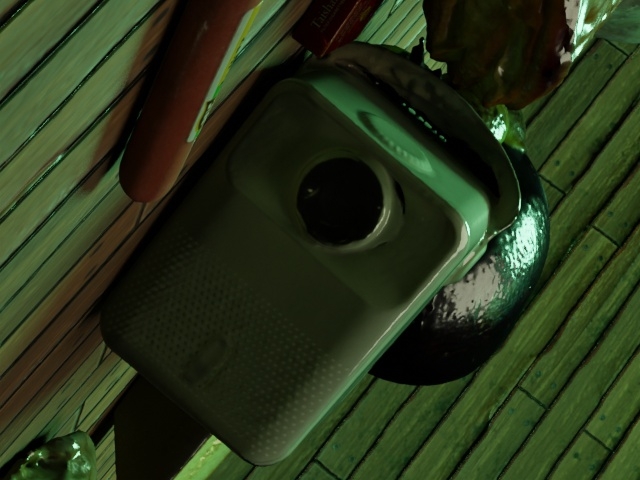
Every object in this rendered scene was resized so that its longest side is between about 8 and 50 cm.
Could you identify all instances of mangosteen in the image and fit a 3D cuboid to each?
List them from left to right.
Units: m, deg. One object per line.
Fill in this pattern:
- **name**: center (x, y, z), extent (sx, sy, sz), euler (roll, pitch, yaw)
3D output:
- **mangosteen**: center (0.063, -0.022, 1.406), extent (0.243, 0.243, 0.243), euler (-52, 175, -6)

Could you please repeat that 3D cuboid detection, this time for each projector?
- **projector**: center (0.000, 0.000, 1.199), extent (0.242, 0.163, 0.177), euler (-49, 177, 14)

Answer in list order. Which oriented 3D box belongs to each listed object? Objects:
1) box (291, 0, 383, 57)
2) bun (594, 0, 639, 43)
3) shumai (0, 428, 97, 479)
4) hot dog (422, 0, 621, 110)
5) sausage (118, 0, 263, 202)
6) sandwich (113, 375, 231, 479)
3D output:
- **box**: center (0.016, -0.139, 1.138), extent (0.051, 0.023, 0.082), euler (-53, 175, 22)
- **bun**: center (0.293, -0.302, 1.457), extent (0.362, 0.211, 0.362), euler (-54, 174, -9)
- **shumai**: center (-0.185, 0.240, 1.299), extent (0.161, 0.153, 0.209), euler (-47, -177, 46)
- **hot dog**: center (0.153, -0.203, 1.205), extent (0.272, 0.122, 0.196), euler (-54, 161, -39)
- **sausage**: center (-0.054, -0.081, 0.858), extent (0.029, 0.029, 0.223), euler (-49, 174, -38)
- **sandwich**: center (-0.098, 0.125, 1.578), extent (0.258, 0.096, 0.094), euler (-51, 169, -3)
